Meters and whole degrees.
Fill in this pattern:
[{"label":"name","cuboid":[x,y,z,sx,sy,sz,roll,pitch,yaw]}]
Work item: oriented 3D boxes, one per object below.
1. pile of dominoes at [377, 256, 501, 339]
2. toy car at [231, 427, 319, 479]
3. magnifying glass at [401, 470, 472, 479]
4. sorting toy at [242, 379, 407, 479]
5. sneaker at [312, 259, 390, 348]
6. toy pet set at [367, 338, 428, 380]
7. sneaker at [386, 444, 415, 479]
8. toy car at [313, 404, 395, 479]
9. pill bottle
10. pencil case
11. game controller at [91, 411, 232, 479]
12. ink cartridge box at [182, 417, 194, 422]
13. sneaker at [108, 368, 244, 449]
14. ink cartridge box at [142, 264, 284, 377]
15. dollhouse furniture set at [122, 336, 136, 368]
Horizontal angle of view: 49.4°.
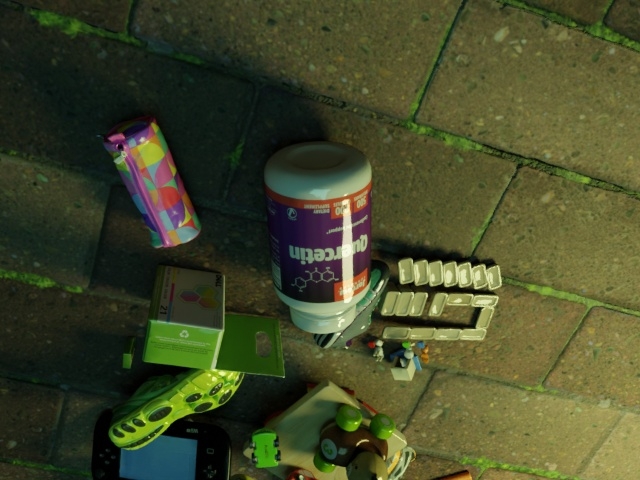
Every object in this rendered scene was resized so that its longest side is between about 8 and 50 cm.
[{"label":"pile of dominoes","cuboid":[0.242,0.114,1.418,0.251,0.040,0.195,4,120,-17]},{"label":"toy car","cuboid":[-0.109,0.472,1.466,0.239,0.053,0.224,-4,120,-4]},{"label":"magnifying glass","cuboid":[0.256,0.609,1.705,0.231,0.026,0.092,-16,120,6]},{"label":"sorting toy","cuboid":[0.007,0.426,1.533,0.257,0.089,0.255,-41,116,18]},{"label":"sneaker","cuboid":[0.078,0.128,1.387,0.098,0.083,0.223,17,122,-41]},{"label":"toy pet set","cuboid":[0.176,0.231,1.448,0.122,0.065,0.114,-3,125,28]},{"label":"sneaker","cuboid":[0.145,0.550,1.628,0.083,0.084,0.214,13,126,-33]},{"label":"toy car","cuboid":[0.076,0.458,1.396,0.149,0.188,0.155,17,117,-15]},{"label":"pill bottle","cuboid":[0.000,0.000,1.228,0.182,0.181,0.322,-5,121,-3]},{"label":"pencil case","cuboid":[-0.288,-0.097,1.192,0.105,0.104,0.236,-18,121,5]},{"label":"game controller","cuboid":[-0.334,0.453,1.454,0.319,0.067,0.166,2,96,16]},{"label":"ink cartridge box","cuboid":[-0.292,0.481,1.550,0.109,0.063,0.150,-30,119,12]},{"label":"sneaker","cuboid":[-0.299,0.306,1.419,0.296,0.123,0.109,-26,127,-8]},{"label":"ink cartridge box","cuboid":[-0.188,0.148,1.294,0.255,0.188,0.097,9,117,-12]},{"label":"dollhouse furniture set","cuboid":[-0.316,0.227,1.401,0.152,0.058,0.076,7,120,-10]}]
